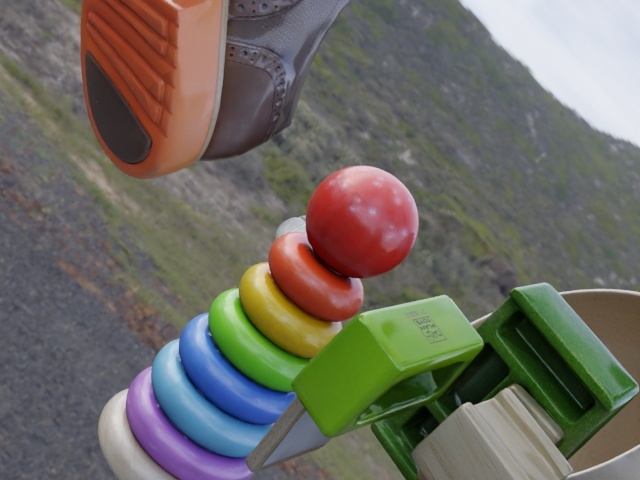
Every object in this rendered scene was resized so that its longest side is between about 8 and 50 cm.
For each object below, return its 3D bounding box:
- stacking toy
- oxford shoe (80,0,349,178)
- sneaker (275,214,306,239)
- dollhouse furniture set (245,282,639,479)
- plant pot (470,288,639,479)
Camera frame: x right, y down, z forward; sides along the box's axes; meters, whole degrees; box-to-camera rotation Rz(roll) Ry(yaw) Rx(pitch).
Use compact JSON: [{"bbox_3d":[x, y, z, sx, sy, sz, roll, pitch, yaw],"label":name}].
[{"bbox_3d":[-0.041,0.074,0.744,0.141,0.330,0.141,36,16,-12],"label":"stacking toy"},{"bbox_3d":[-0.032,-0.204,0.459,0.133,0.363,0.130,-14,48,-40],"label":"oxford shoe"},{"bbox_3d":[0.000,0.000,0.901,0.152,0.054,0.061,-35,125,-64],"label":"sneaker"},{"bbox_3d":[0.115,0.185,0.449,0.198,0.151,0.301,-6,51,-49],"label":"dollhouse furniture set"},{"bbox_3d":[0.231,0.200,0.824,0.284,0.284,0.191,-114,179,-70],"label":"plant pot"}]
